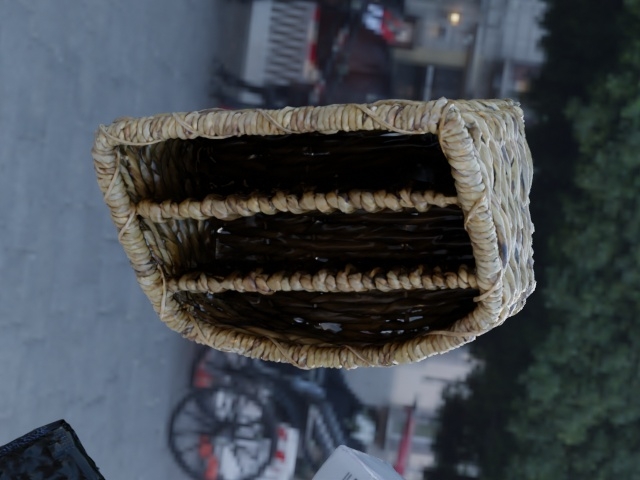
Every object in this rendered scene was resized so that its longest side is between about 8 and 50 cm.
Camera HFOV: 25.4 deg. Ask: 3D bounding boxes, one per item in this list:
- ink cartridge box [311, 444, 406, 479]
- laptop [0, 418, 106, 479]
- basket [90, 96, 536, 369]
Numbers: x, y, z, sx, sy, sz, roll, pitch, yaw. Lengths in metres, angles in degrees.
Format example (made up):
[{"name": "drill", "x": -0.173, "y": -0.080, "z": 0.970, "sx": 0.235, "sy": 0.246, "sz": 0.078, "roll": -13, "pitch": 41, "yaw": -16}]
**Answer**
[{"name": "ink cartridge box", "x": 0.096, "y": 0.184, "z": 0.679, "sx": 0.066, "sy": 0.189, "sz": 0.232, "roll": -54, "pitch": 157, "yaw": 5}, {"name": "laptop", "x": -0.199, "y": 0.289, "z": 0.879, "sx": 0.234, "sy": 0.264, "sz": 0.136, "roll": -26, "pitch": 159, "yaw": -34}, {"name": "basket", "x": 0.000, "y": 0.000, "z": 1.100, "sx": 0.223, "sy": 0.299, "sz": 0.213, "roll": -18, "pitch": 106, "yaw": -69}]
